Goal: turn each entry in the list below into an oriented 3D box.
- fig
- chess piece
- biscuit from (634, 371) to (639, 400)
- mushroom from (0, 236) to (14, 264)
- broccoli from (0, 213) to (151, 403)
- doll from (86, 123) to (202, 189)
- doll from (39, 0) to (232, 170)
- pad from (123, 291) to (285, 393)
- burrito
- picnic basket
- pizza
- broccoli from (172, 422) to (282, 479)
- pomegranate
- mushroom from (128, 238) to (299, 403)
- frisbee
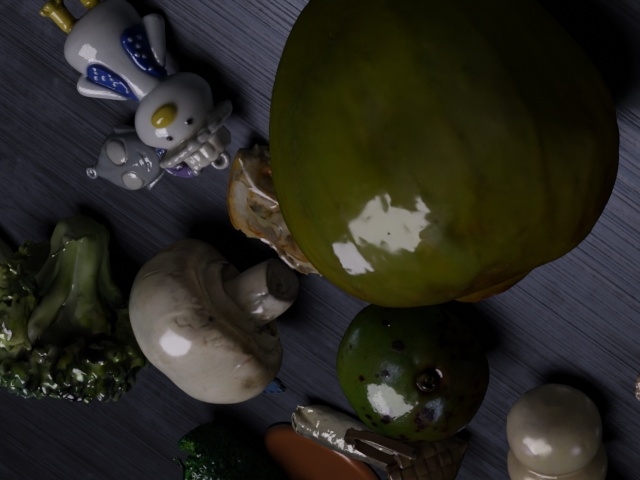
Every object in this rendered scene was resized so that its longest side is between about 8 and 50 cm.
[{"bbox_3d":[0.097,-0.104,1.187,0.343,0.343,0.343,25,148,17],"label":"fig"},{"bbox_3d":[0.319,0.312,1.712,0.167,0.167,0.299,14,138,31],"label":"chess piece"},{"bbox_3d":[0.482,0.255,1.576,0.133,0.032,0.250,5,138,38],"label":"biscuit"},{"bbox_3d":[-0.614,0.000,2.233,0.100,0.081,0.312,-12,124,44],"label":"mushroom"},{"bbox_3d":[-0.397,0.102,2.034,0.293,0.348,0.281,7,117,-18],"label":"broccoli"},{"bbox_3d":[-0.241,-0.116,1.721,0.227,0.075,0.102,-11,111,37],"label":"doll"},{"bbox_3d":[-0.214,-0.194,1.542,0.293,0.138,0.119,47,-172,-16],"label":"doll"},{"bbox_3d":[-0.216,0.176,2.159,0.269,0.012,0.269,-8,130,49],"label":"pad"},{"bbox_3d":[0.079,0.334,2.050,0.275,0.059,0.082,19,153,24],"label":"burrito"},{"bbox_3d":[0.121,0.326,1.916,0.178,0.137,0.128,24,159,8],"label":"picnic basket"},{"bbox_3d":[0.000,0.000,1.647,0.297,0.071,0.189,32,149,3],"label":"pizza"},{"bbox_3d":[-0.211,0.479,2.317,0.297,0.297,0.297,164,90,-84],"label":"broccoli"},{"bbox_3d":[0.114,0.167,1.685,0.202,0.202,0.248,42,179,-12],"label":"pomegranate"},{"bbox_3d":[-0.139,0.101,1.824,0.254,0.234,0.260,60,-166,13],"label":"mushroom"},{"bbox_3d":[0.006,0.411,2.264,0.251,0.021,0.251,23,148,16],"label":"frisbee"}]
